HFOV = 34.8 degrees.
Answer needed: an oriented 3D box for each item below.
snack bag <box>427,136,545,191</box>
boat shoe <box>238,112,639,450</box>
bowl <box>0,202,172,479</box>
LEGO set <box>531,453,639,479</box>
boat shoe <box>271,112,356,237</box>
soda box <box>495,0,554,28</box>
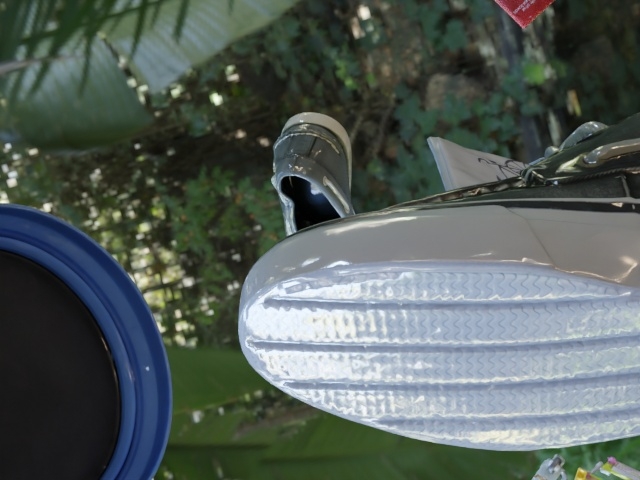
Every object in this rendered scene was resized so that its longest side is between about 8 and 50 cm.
[{"bbox_3d":[0.292,-0.043,1.180,0.323,0.343,0.037,-87,13,-68],"label":"snack bag"},{"bbox_3d":[0.134,0.008,0.440,0.121,0.335,0.119,88,180,-45],"label":"boat shoe"},{"bbox_3d":[-0.338,0.149,1.182,0.391,0.077,0.391,37,-141,-37],"label":"bowl"},{"bbox_3d":[0.390,0.361,1.240,0.287,0.132,0.107,45,-154,19],"label":"LEGO set"},{"bbox_3d":[0.000,0.000,1.229,0.099,0.116,0.319,-73,-21,-44],"label":"boat shoe"},{"bbox_3d":[0.315,-0.382,1.244,0.092,0.263,0.083,42,-133,-7],"label":"soda box"}]
